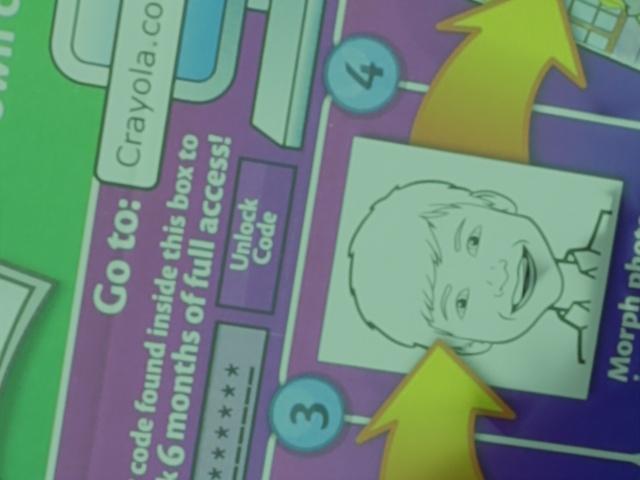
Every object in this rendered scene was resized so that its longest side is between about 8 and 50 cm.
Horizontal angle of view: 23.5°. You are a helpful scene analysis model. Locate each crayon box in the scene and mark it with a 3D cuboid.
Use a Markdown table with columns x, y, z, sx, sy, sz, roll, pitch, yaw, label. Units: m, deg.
| x | y | z | sx | sy | sz | roll | pitch | yaw | label |
| --- | --- | --- | --- | --- | --- | --- | --- | --- | --- |
| 0.000 | 0.000 | 0.432 | 0.313 | 0.106 | 0.363 | 9 | 92 | -8 | crayon box |
